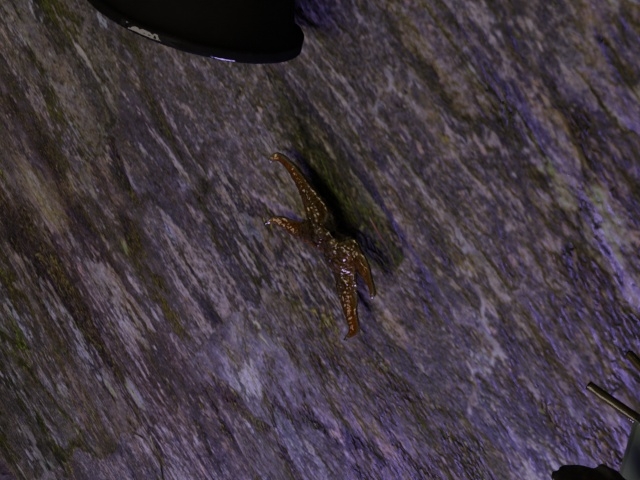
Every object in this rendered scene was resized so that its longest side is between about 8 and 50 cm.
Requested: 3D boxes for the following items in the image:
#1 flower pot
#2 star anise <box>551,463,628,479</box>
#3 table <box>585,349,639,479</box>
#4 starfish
[{"bbox_3d":[-0.127,-0.324,1.343,0.269,0.269,0.166,38,123,31],"label":"flower pot"},{"bbox_3d":[0.324,0.330,1.114,0.332,0.118,0.331,35,145,29],"label":"star anise"},{"bbox_3d":[0.328,0.228,1.235,0.111,0.122,0.240,35,140,34],"label":"table"},{"bbox_3d":[0.001,0.000,1.581,0.247,0.050,0.138,57,149,17],"label":"starfish"}]
